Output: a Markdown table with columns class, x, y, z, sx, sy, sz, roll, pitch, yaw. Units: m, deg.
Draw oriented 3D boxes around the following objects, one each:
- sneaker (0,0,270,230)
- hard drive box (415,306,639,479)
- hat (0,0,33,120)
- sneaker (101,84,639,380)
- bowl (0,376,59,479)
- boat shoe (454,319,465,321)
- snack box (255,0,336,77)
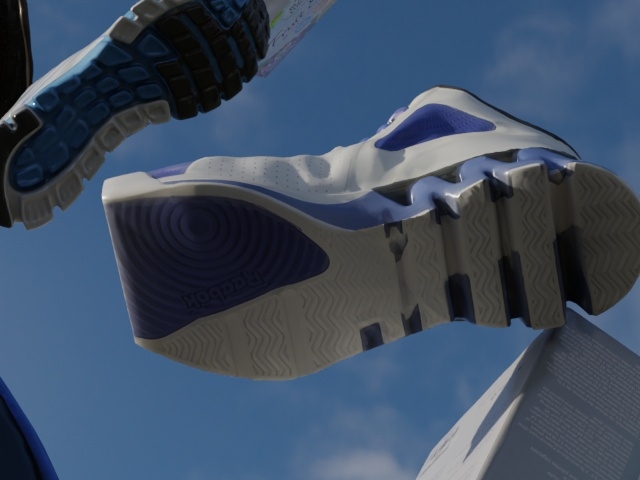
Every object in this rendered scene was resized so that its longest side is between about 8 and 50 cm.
| class | x | y | z | sx | sy | sz | roll | pitch | yaw |
| --- | --- | --- | --- | --- | --- | --- | --- | --- | --- |
| sneaker | -0.115 | -0.083 | 0.860 | 0.190 | 0.083 | 0.071 | -34 | -70 | -10 |
| hard drive box | 0.099 | 0.179 | 0.934 | 0.089 | 0.232 | 0.181 | 35 | -45 | 1 |
| hat | -0.335 | -0.150 | 1.300 | 0.133 | 0.331 | 0.331 | -2 | -34 | -25 |
| sneaker | 0.033 | -0.012 | 0.993 | 0.315 | 0.182 | 0.128 | -5 | -70 | 3 |
| bowl | -0.235 | 0.032 | 0.475 | 0.391 | 0.391 | 0.077 | 35 | -80 | -28 |
| boat shoe | 0.000 | 0.000 | 1.247 | 0.307 | 0.111 | 0.104 | -7 | -44 | 25 |
| snack box | -0.017 | -0.178 | 1.123 | 0.037 | 0.100 | 0.141 | 45 | -78 | 9 |
